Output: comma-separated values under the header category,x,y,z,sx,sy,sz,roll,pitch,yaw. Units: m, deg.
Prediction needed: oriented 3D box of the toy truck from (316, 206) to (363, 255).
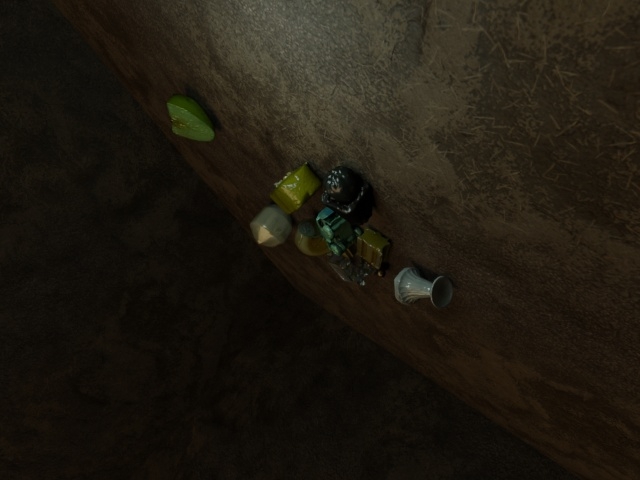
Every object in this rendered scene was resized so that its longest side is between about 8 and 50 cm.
category,x,y,z,sx,sy,sz,roll,pitch,yaw
toy truck,0.074,-0.056,1.809,0.156,0.155,0.279,42,167,33

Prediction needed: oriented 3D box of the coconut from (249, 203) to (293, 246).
category,x,y,z,sx,sy,sz,roll,pitch,yaw
coconut,-0.300,-0.076,2.473,0.245,0.247,0.245,37,164,12

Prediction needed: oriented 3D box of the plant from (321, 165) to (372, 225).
category,x,y,z,sx,sy,sz,roll,pitch,yaw
plant,0.098,-0.157,1.498,0.164,0.142,0.256,28,163,44

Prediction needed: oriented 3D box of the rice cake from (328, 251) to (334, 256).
category,x,y,z,sx,sy,sz,roll,pitch,yaw
rice cake,0.000,0.000,2.332,0.127,0.043,0.237,24,156,46

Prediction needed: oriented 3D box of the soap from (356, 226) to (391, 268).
category,x,y,z,sx,sy,sz,roll,pitch,yaw
soap,0.232,0.035,1.811,0.135,0.076,0.233,37,165,16

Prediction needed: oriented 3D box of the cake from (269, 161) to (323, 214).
category,x,y,z,sx,sy,sz,roll,pitch,yaw
cake,-0.098,-0.220,1.730,0.156,0.179,0.260,45,161,-13

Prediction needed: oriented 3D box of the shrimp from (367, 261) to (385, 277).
category,x,y,z,sx,sy,sz,roll,pitch,yaw
shrimp,0.257,0.132,1.976,0.132,0.052,0.187,35,-175,-1

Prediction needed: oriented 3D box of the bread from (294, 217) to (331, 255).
category,x,y,z,sx,sy,sz,roll,pitch,yaw
bread,-0.051,-0.012,2.122,0.261,0.156,0.158,54,-168,-50

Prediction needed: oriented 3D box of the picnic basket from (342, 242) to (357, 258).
category,x,y,z,sx,sy,sz,roll,pitch,yaw
picnic basket,0.104,0.009,2.019,0.164,0.079,0.115,32,164,48

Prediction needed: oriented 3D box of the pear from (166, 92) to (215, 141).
category,x,y,z,sx,sy,sz,roll,pitch,yaw
pear,-0.617,-0.606,2.049,0.239,0.139,0.288,28,161,-5

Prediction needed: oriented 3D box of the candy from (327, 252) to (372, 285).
category,x,y,z,sx,sy,sz,roll,pitch,yaw
candy,0.154,0.129,2.135,0.185,0.137,0.195,48,165,-20

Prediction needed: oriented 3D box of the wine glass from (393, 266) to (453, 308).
category,x,y,z,sx,sy,sz,roll,pitch,yaw
wine glass,0.415,0.197,1.661,0.165,0.165,0.196,50,159,-26
